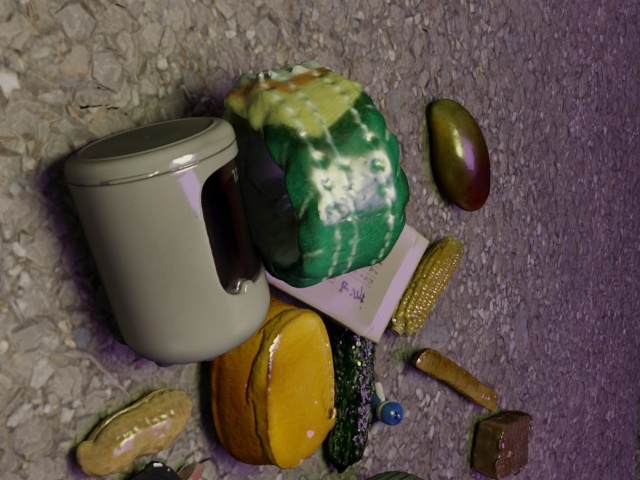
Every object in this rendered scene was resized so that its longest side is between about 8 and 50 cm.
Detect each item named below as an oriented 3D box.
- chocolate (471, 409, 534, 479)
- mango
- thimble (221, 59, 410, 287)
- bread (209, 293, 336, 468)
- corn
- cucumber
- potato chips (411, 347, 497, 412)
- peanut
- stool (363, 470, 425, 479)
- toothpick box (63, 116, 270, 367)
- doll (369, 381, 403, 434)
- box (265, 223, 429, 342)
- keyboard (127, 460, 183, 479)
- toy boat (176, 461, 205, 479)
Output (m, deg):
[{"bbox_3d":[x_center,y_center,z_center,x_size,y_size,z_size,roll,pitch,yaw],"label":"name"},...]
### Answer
[{"bbox_3d":[0.457,0.513,1.812,0.214,0.093,0.148,5,89,-51],"label":"chocolate"},{"bbox_3d":[0.299,-0.177,1.535,0.133,0.111,0.268,-35,116,-29],"label":"mango"},{"bbox_3d":[-0.017,-0.089,0.946,0.167,0.254,0.288,-19,94,-25],"label":"thimble"},{"bbox_3d":[-0.076,0.217,1.109,0.195,0.142,0.270,-17,109,-50],"label":"bread"},{"bbox_3d":[0.216,0.095,1.488,0.288,0.086,0.086,-49,129,-37],"label":"corn"},{"bbox_3d":[0.057,0.255,1.310,0.096,0.096,0.360,-3,95,-50],"label":"cucumber"},{"bbox_3d":[0.293,0.302,1.609,0.407,0.080,0.057,36,83,-47],"label":"potato chips"},{"bbox_3d":[-0.246,0.261,0.968,0.174,0.080,0.080,-25,113,-42],"label":"peanut"},{"bbox_3d":[0.073,0.574,1.227,0.330,0.297,0.297,-8,100,-54],"label":"stool"},{"bbox_3d":[-0.191,0.020,0.917,0.229,0.229,0.316,-32,120,-43],"label":"toothpick box"},{"bbox_3d":[0.113,0.320,1.354,0.057,0.143,0.099,9,82,-22],"label":"doll"},{"bbox_3d":[0.000,0.000,1.145,0.365,0.051,0.205,33,80,-29],"label":"box"},{"bbox_3d":[-0.209,0.419,1.042,0.106,0.016,0.262,-35,124,-10],"label":"keyboard"},{"bbox_3d":[-0.190,0.399,1.081,0.096,0.034,0.122,-44,131,-22],"label":"toy boat"}]
